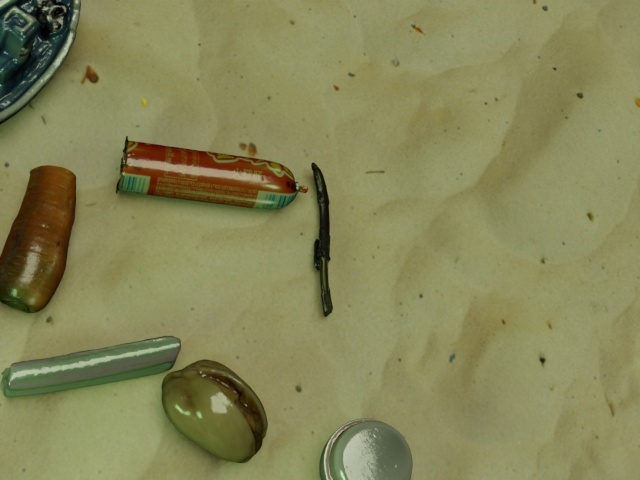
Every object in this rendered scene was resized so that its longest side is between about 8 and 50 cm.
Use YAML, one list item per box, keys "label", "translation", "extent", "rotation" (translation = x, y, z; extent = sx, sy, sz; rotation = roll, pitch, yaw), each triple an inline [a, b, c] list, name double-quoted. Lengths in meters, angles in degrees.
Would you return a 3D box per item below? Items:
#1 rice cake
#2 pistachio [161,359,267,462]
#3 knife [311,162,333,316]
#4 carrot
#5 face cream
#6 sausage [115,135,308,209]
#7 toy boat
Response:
- label: "rice cake"
  translation: [-0.286, 0.158, 1.406]
  extent: [0.221, 0.080, 0.042]
  rotation: [-8, 76, -18]
- label: "pistachio"
  translation: [-0.134, 0.216, 1.417]
  extent: [0.113, 0.113, 0.149]
  rotation: [-40, 90, -24]
- label: "knife"
  translation: [0.002, 0.001, 1.573]
  extent: [0.021, 0.045, 0.222]
  rotation: [-10, 73, 21]
- label: "carrot"
  translation: [-0.359, -0.004, 1.444]
  extent: [0.087, 0.087, 0.193]
  rotation: [16, 68, -9]
- label: "face cream"
  translation: [0.056, 0.289, 1.438]
  extent: [0.117, 0.104, 0.117]
  rotation: [6, 68, -14]
- label: "sausage"
  translation: [-0.144, -0.084, 1.541]
  extent: [0.264, 0.083, 0.083]
  rotation: [7, 68, -15]
- label: "toy boat"
  translation: [-0.421, -0.240, 1.483]
  extent: [0.129, 0.142, 0.309]
  rotation: [38, 64, -2]
